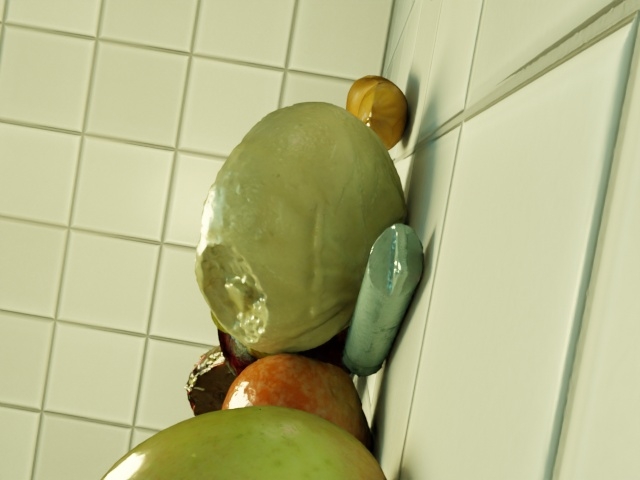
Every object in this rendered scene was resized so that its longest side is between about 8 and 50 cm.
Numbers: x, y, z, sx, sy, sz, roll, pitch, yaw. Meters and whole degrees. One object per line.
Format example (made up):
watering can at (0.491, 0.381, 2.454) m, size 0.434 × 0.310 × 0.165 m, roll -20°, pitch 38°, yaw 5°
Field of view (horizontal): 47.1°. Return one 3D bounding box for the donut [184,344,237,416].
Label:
donut at (-0.155, 0.315, 1.571) m, size 0.103 × 0.270 × 0.269 m, roll -86°, pitch 4°, yaw -55°

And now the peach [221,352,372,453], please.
peach at (-0.021, 0.259, 0.972) m, size 0.232 × 0.232 × 0.232 m, roll 10°, pitch -90°, yaw -89°

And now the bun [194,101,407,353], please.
bun at (0.004, -0.002, 1.023) m, size 0.364 × 0.202 × 0.364 m, roll -38°, pitch -39°, yaw -39°

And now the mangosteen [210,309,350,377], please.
mangosteen at (-0.060, 0.135, 1.369) m, size 0.330 × 0.330 × 0.330 m, roll 10°, pitch -90°, yaw -89°

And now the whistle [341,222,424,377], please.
whistle at (0.070, 0.083, 0.873) m, size 0.312 × 0.062 × 0.062 m, roll 99°, pitch -179°, yaw -60°

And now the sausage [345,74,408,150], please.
sausage at (0.104, -0.231, 1.350) m, size 0.354 × 0.116 × 0.134 m, roll -87°, pitch 21°, yaw -72°

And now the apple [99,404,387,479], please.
apple at (-0.079, 0.307, 0.667) m, size 0.319 × 0.277 × 0.319 m, roll 8°, pitch -90°, yaw -90°
